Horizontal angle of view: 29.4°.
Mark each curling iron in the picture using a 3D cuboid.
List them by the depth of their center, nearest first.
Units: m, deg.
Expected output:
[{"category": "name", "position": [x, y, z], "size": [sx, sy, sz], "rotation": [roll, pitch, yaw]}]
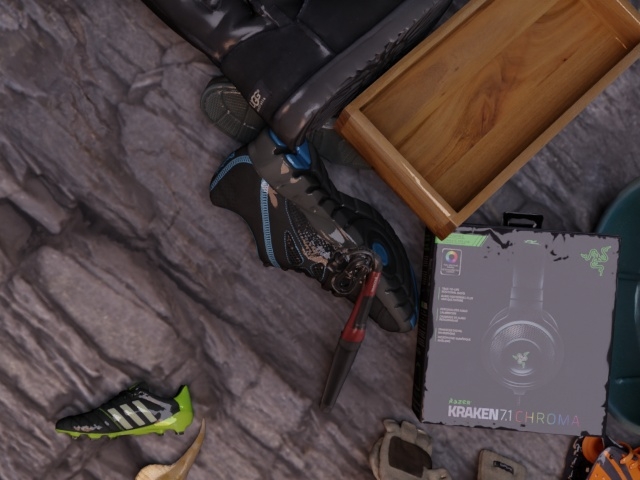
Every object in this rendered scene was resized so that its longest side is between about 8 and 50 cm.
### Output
[{"category": "curling iron", "position": [0.029, 0.116, 1.582], "size": [0.068, 0.035, 0.274], "rotation": [16, 126, 9]}]

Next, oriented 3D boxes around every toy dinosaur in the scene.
[{"category": "toy dinosaur", "position": [-0.195, 0.325, 1.599], "size": [0.183, 0.053, 0.092], "rotation": [-42, 98, -7]}]

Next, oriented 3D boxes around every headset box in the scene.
[{"category": "headset box", "position": [0.257, 0.104, 1.617], "size": [0.247, 0.131, 0.283], "rotation": [5, 90, -1]}]

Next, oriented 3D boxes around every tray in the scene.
[{"category": "tray", "position": [0.233, -0.207, 1.585], "size": [0.411, 0.076, 0.203], "rotation": [-42, 86, -19]}]

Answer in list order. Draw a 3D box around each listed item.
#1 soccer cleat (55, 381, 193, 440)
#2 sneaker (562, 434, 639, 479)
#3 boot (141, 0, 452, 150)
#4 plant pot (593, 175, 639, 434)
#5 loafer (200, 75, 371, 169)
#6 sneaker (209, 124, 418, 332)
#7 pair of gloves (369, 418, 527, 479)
[{"category": "soccer cleat", "position": [-0.255, 0.222, 1.585], "size": [0.179, 0.060, 0.072], "rotation": [-2, 83, -17]}, {"category": "sneaker", "position": [0.466, 0.303, 1.689], "size": [0.321, 0.124, 0.180], "rotation": [-45, 100, -6]}, {"category": "boot", "position": [-0.076, -0.378, 1.553], "size": [0.445, 0.146, 0.367], "rotation": [44, 56, 6]}, {"category": "plant pot", "position": [0.575, 0.094, 1.616], "size": [0.334, 0.341, 0.341], "rotation": [5, 91, -19]}, {"category": "loafer", "position": [-0.026, -0.164, 1.608], "size": [0.268, 0.084, 0.096], "rotation": [16, 131, -10]}, {"category": "sneaker", "position": [0.000, 0.000, 1.607], "size": [0.140, 0.125, 0.341], "rotation": [-32, 109, 26]}, {"category": "pair of gloves", "position": [0.173, 0.340, 1.612], "size": [0.240, 0.204, 0.042], "rotation": [21, 122, -13]}]
